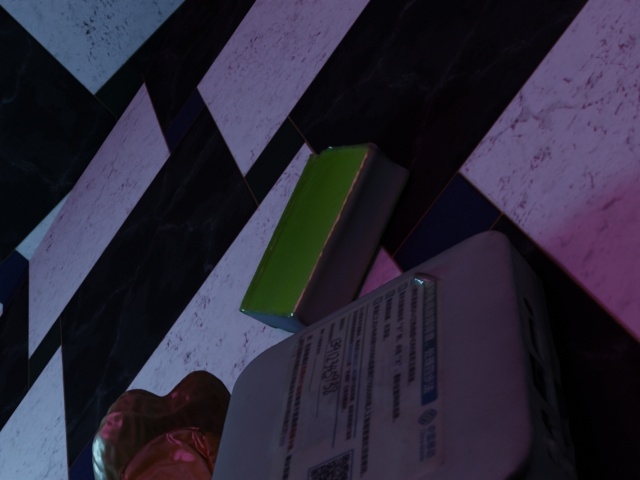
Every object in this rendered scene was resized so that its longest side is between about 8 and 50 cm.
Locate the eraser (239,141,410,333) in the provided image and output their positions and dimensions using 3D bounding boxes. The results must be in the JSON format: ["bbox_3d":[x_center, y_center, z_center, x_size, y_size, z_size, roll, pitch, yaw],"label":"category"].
[{"bbox_3d":[0.000,0.000,1.513,0.210,0.092,0.274,0,63,62],"label":"eraser"}]

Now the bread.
[{"bbox_3d":[-0.144,0.343,1.277,0.240,0.139,0.240,-9,38,7],"label":"bread"}]

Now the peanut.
[{"bbox_3d":[-0.208,0.284,1.442,0.110,0.233,0.197,26,129,55],"label":"peanut"}]

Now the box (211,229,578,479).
[{"bbox_3d":[0.060,0.195,1.057,0.396,0.111,0.396,-31,26,23],"label":"box"}]
